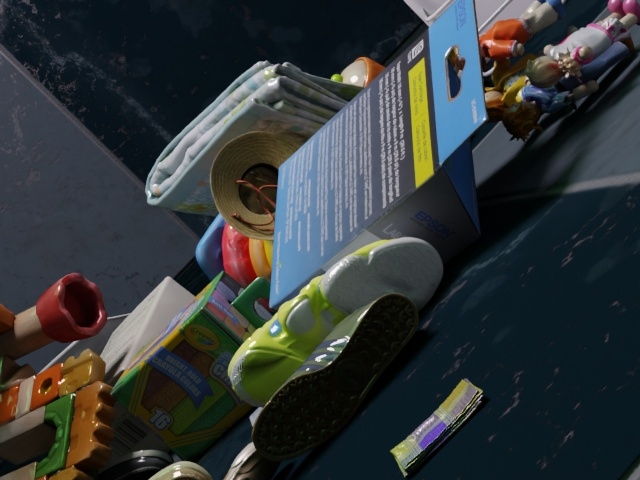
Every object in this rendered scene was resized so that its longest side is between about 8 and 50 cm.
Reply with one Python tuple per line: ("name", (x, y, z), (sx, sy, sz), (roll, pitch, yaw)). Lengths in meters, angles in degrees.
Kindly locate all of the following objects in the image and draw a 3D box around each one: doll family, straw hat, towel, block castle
("doll family", (0.250, -0.178, 1.463), (0.163, 0.118, 0.263), (-37, 21, -9))
("straw hat", (-0.074, -0.059, 1.673), (0.144, 0.144, 0.061), (-48, -6, -20))
("towel", (-0.027, -0.110, 1.856), (0.374, 0.321, 0.090), (-34, 51, 53))
("towel", (0.086, 0.135, 0.981), (0.083, 0.009, 0.060), (-45, 9, 1))
("block castle", (-0.396, 0.198, 1.545), (0.213, 0.303, 0.453), (-25, 46, 29))

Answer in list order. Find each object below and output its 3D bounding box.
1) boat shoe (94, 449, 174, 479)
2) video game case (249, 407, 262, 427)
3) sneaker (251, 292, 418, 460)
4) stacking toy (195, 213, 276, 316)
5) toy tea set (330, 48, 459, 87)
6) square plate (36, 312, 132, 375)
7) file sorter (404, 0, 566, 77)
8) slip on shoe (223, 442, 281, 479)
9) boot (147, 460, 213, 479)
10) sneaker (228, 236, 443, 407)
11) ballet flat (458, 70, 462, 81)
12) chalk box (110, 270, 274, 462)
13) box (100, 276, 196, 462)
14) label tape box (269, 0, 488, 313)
("boat shoe", (-0.263, 0.332, 1.618), (0.233, 0.084, 0.079), (-36, 45, 19))
("video game case", (-0.022, 0.162, 1.386), (0.119, 0.015, 0.166), (-45, 8, -2))
("sneaker", (0.014, 0.126, 1.235), (0.192, 0.064, 0.086), (-46, 0, -4))
("stacking toy", (0.000, 0.000, 1.704), (0.302, 0.175, 0.165), (-16, 32, 52))
("toy tea set", (0.107, -0.209, 1.989), (0.336, 0.124, 0.200), (-29, 49, 59))
("square plate", (-0.335, 0.216, 2.193), (0.347, 0.049, 0.344), (-41, -19, 30))
("file sorter", (0.231, -0.419, 2.136), (0.193, 0.278, 0.173), (-44, 12, 11))
("slip on shoe", (-0.070, 0.230, 1.200), (0.041, 0.051, 0.135), (16, 42, 35))
("boot", (-0.170, 0.305, 1.194), (0.213, 0.077, 0.165), (-50, 7, 3))
("sneaker", (0.009, 0.072, 1.340), (0.240, 0.091, 0.126), (-32, 7, -2))
("ballet flat", (0.184, -0.260, 2.150), (0.107, 0.106, 0.316), (-44, 8, 4))
("chalk box", (-0.121, 0.136, 1.602), (0.213, 0.132, 0.132), (-44, 8, 19))
("box", (-0.231, 0.187, 1.835), (0.148, 0.127, 0.232), (-44, 14, 29))
("label tape box", (0.090, -0.075, 1.430), (0.334, 0.106, 0.240), (-40, 31, 33))
